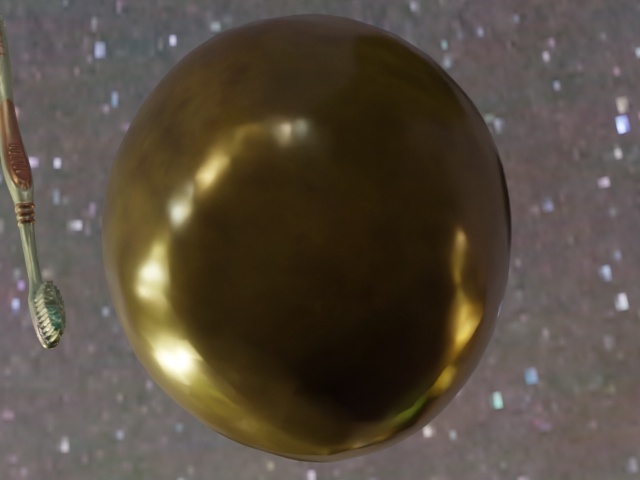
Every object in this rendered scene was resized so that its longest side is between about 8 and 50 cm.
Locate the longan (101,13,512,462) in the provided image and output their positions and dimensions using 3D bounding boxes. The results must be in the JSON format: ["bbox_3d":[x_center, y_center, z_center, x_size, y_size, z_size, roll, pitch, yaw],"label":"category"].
[{"bbox_3d":[0.000,0.000,0.479,0.106,0.106,0.119,-20,-10,16],"label":"longan"}]

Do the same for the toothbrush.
[{"bbox_3d":[-0.143,-0.040,0.935,0.013,0.193,0.019,-1,-26,-30],"label":"toothbrush"}]
